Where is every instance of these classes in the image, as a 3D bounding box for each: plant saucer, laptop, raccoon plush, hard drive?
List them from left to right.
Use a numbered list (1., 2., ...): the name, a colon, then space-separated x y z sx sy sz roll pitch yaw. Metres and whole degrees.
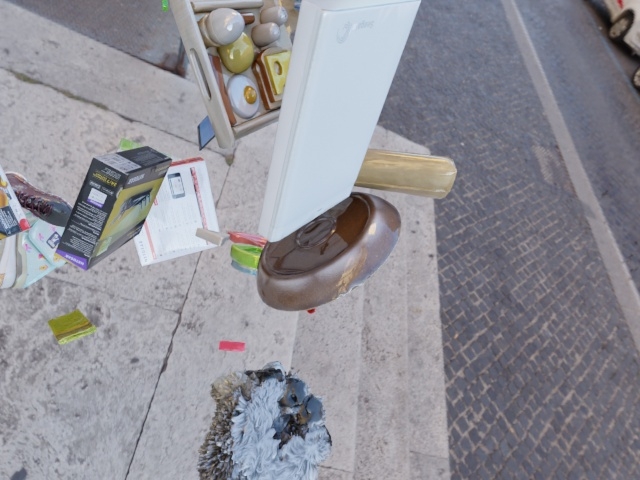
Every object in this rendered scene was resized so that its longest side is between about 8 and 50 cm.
1. laptop: -0.323 -0.440 1.301 0.136 0.265 0.234 -11 34 -11
2. raccoon plush: -0.192 0.393 0.809 0.446 0.299 0.216 -33 96 -40
3. plant saucer: 0.000 0.000 0.830 0.050 0.310 0.311 58 42 -30
4. hard drive: 0.017 -0.156 0.582 0.040 0.308 0.203 37 45 19

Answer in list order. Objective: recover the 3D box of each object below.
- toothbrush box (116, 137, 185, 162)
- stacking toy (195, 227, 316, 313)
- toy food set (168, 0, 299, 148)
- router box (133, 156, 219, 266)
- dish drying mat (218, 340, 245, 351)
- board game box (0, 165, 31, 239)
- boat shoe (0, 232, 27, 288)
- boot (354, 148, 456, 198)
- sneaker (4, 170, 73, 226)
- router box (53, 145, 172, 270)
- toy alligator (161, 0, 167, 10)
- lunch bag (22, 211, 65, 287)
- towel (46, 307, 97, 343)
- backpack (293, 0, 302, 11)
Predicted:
1. toothbrush box: -0.641 -0.266 1.677 0.283 0.122 0.206 19 19 -26
2. stacking toy: -0.154 0.076 1.097 0.308 0.131 0.279 21 7 38
3. toy food set: -0.098 -0.304 0.736 0.306 0.092 0.220 -43 124 -49
4. router box: -0.539 -0.108 1.584 0.301 0.336 0.082 -15 26 -22
5. dish drying mat: -0.288 0.344 1.425 0.083 0.008 0.032 7 93 -11
6. board game box: -0.666 -0.122 0.748 0.193 0.053 0.306 -43 124 -52
7. boat shoe: -0.878 -0.012 1.185 0.103 0.113 0.302 8 49 -53
8. boot: 0.108 -0.144 0.778 0.269 0.236 0.089 8 86 3
9. sneaker: -0.962 -0.116 1.430 0.281 0.106 0.162 31 14 -7
10. router box: -0.485 -0.093 1.058 0.081 0.243 0.309 28 15 -9
11. toy alligator: -0.414 -0.707 1.144 0.056 0.190 0.051 -7 28 -22
12. lunch bag: -1.116 0.018 1.699 0.262 0.224 0.160 -35 48 -19
13. towel: -0.762 0.257 1.332 0.102 0.237 0.021 -19 108 -36
14. backpack: 0.006 -0.446 0.787 0.104 0.084 0.114 8 13 32
